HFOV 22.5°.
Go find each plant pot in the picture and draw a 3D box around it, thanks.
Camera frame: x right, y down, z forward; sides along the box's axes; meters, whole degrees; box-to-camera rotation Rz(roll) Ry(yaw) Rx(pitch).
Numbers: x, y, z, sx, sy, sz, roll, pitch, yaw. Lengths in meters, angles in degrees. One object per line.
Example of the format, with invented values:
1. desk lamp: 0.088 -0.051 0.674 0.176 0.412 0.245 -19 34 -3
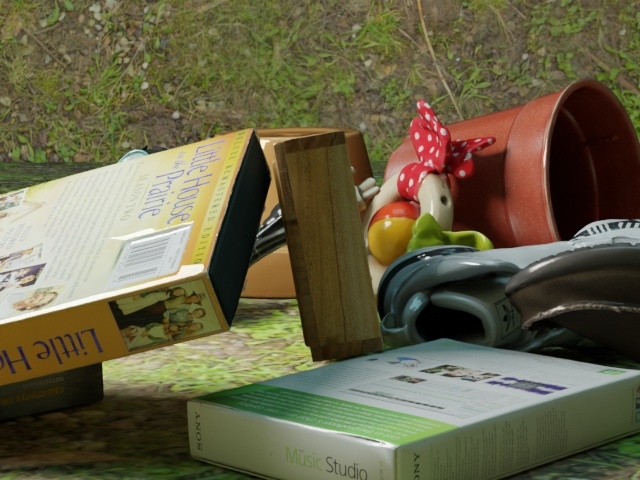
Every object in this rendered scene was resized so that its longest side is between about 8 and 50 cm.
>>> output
1. plant pot: 0.240 -0.056 2.064 0.265 0.272 0.272 -5 4 36
2. plant pot: -0.042 -0.046 2.160 0.290 0.204 0.291 -2 7 0

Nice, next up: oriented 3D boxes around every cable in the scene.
1. cable: -0.049 0.007 1.953 0.287 0.072 0.139 -41 22 -3

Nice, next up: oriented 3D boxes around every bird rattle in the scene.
1. bird rattle: 0.108 -0.028 1.927 0.143 0.254 0.207 14 -34 -36

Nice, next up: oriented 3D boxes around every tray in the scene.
1. tray: 0.000 0.000 1.643 0.076 0.203 0.411 -10 2 0

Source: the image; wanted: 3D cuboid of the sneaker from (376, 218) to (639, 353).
1. sneaker: 0.230 0.065 1.600 0.365 0.137 0.210 -5 8 9

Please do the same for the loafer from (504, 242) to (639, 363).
1. loafer: 0.345 0.080 1.424 0.365 0.130 0.134 4 -9 8

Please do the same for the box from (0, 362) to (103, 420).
1. box: -0.345 0.122 1.521 0.183 0.056 0.231 -8 12 -41

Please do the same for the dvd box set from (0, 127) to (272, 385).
1. dvd box set: -0.262 0.031 1.425 0.420 0.062 0.308 -14 24 11

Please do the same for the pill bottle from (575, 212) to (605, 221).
1. pill bottle: 0.404 -0.013 2.172 0.208 0.118 0.117 2 9 23

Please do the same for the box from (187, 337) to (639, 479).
1. box: 0.085 0.144 1.327 0.322 0.059 0.232 -7 10 -44

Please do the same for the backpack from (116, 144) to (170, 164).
1. backpack: -0.201 0.003 1.881 0.166 0.188 0.144 -38 -1 18
